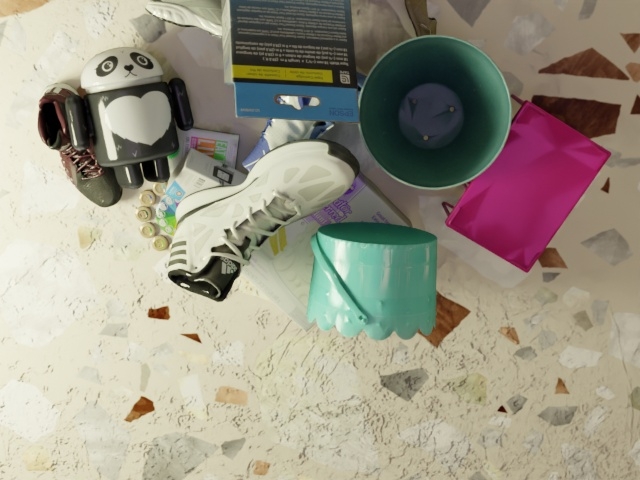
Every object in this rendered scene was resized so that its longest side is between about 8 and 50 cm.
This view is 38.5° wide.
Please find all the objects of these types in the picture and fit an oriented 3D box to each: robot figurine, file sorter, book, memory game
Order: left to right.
[{"bbox_3d":[-0.379,-0.246,1.837,0.173,0.209,0.278,-5,102,23],"label":"robot figurine"},{"bbox_3d":[-0.311,-0.052,1.999,0.186,0.012,0.186,0,109,-1],"label":"memory game"},{"bbox_3d":[-0.248,-0.189,1.946,0.144,0.035,0.096,8,105,-2],"label":"book"},{"bbox_3d":[0.409,-0.127,1.895,0.202,0.182,0.291,30,105,-9],"label":"file sorter"}]

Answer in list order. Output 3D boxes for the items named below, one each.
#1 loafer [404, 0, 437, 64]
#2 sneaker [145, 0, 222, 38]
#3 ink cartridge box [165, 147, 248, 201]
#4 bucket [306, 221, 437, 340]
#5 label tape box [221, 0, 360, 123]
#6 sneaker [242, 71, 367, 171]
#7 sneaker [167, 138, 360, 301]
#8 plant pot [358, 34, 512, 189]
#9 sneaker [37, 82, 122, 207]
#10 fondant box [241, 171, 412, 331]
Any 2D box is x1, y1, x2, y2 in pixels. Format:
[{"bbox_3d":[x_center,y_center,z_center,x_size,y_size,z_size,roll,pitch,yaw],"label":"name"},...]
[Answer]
[{"bbox_3d":[0.216,-0.427,1.856,0.050,0.056,0.148,-21,108,13],"label":"loafer"},{"bbox_3d":[-0.206,-0.459,1.817,0.271,0.100,0.108,16,103,-6],"label":"sneaker"},{"bbox_3d":[-0.220,-0.108,1.925,0.180,0.060,0.104,26,137,-20],"label":"ink cartridge box"},{"bbox_3d":[0.105,0.072,1.820,0.281,0.281,0.183,3,100,-2],"label":"bucket"},{"bbox_3d":[-0.062,-0.362,1.736,0.240,0.106,0.334,1,74,-15],"label":"label tape box"},{"bbox_3d":[-0.057,-0.281,1.876,0.315,0.127,0.182,-41,101,5],"label":"sneaker"},{"bbox_3d":[-0.118,-0.012,1.774,0.447,0.258,0.169,-23,132,31],"label":"sneaker"},{"bbox_3d":[0.222,-0.250,1.824,0.290,0.195,0.290,0,96,4],"label":"plant pot"},{"bbox_3d":[-0.507,-0.176,1.873,0.106,0.162,0.281,-24,107,7],"label":"sneaker"},{"bbox_3d":[0.000,0.000,1.979,0.330,0.096,0.238,-44,104,12],"label":"fondant box"}]
